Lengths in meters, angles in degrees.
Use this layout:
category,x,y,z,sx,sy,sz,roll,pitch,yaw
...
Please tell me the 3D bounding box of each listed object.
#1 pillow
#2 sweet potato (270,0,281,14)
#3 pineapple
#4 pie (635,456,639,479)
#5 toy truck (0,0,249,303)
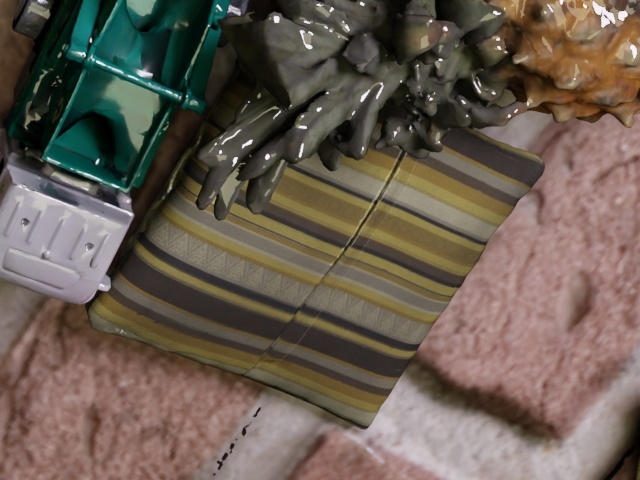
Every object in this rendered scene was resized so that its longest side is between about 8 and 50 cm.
category,x,y,z,sx,sy,sz,roll,pitch,yaw
pillow,0.000,0.000,0.916,0.208,0.052,0.212,24,109,-27
sweet potato,-0.012,-0.195,0.821,0.060,0.068,0.206,-37,128,-34
pineapple,0.079,-0.112,0.803,0.340,0.169,0.169,-22,117,-11
pie,0.240,0.244,1.071,0.337,0.075,0.337,-6,118,-12
toy truck,-0.118,-0.071,0.828,0.110,0.116,0.216,23,108,-20
